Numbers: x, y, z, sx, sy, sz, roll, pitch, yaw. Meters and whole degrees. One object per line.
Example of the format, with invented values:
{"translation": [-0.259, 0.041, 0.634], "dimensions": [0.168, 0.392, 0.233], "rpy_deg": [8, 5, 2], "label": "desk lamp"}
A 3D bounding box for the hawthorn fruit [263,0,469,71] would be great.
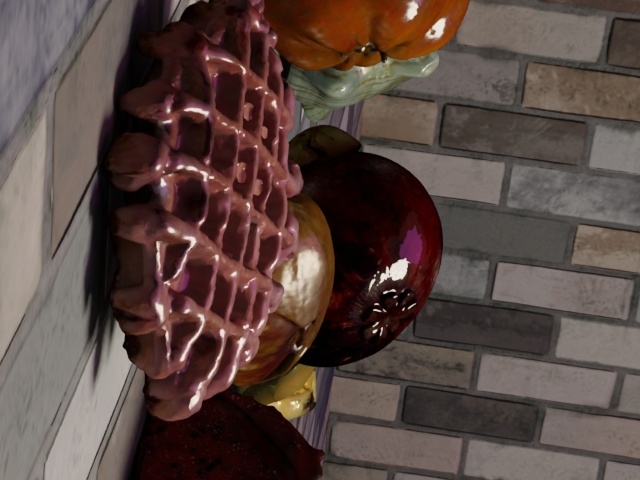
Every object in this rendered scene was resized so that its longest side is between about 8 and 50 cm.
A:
{"translation": [0.030, -0.218, 1.493], "dimensions": [0.189, 0.189, 0.189], "rpy_deg": [8, 90, -86], "label": "hawthorn fruit"}

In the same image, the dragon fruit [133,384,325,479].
{"translation": [-0.064, 0.175, 1.304], "dimensions": [0.127, 0.120, 0.161], "rpy_deg": [102, -5, -46], "label": "dragon fruit"}

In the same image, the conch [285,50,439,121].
{"translation": [0.047, -0.207, 1.878], "dimensions": [0.203, 0.169, 0.386], "rpy_deg": [-49, 156, -32], "label": "conch"}

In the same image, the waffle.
{"translation": [-0.061, -0.021, 1.104], "dimensions": [0.234, 0.055, 0.221], "rpy_deg": [-56, 145, -53], "label": "waffle"}

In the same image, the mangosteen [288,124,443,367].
{"translation": [0.000, 0.000, 1.566], "dimensions": [0.200, 0.200, 0.200], "rpy_deg": [8, 90, -86], "label": "mangosteen"}

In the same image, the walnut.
{"translation": [-0.046, 0.037, 1.418], "dimensions": [0.207, 0.115, 0.116], "rpy_deg": [107, -5, -55], "label": "walnut"}

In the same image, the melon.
{"translation": [-0.045, 0.099, 1.831], "dimensions": [0.160, 0.079, 0.128], "rpy_deg": [87, -6, -68], "label": "melon"}
